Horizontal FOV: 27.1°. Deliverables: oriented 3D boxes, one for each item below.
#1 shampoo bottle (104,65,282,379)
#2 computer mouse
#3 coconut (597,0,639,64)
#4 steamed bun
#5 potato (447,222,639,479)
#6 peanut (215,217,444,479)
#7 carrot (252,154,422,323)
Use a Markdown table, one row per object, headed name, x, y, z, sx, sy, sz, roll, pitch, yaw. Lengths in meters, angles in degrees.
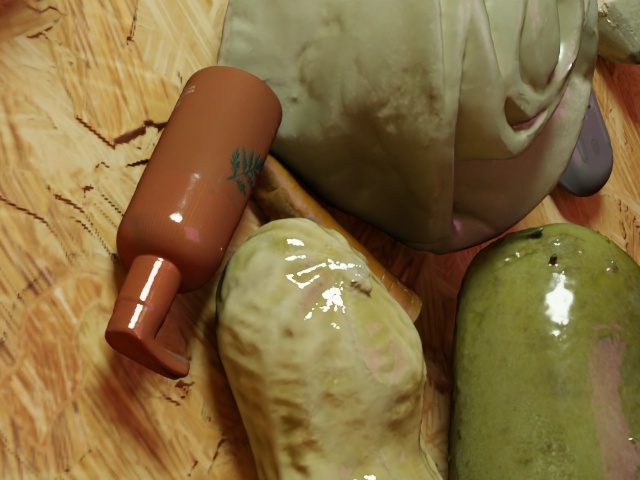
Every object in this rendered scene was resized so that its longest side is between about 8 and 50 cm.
| name | x | y | z | sx | sy | sz | roll | pitch | yaw |
| --- | --- | --- | --- | --- | --- | --- | --- | --- | --- |
| shampoo bottle | -0.097 | -0.019 | 0.966 | 0.085 | 0.085 | 0.244 | 43 | 47 | -31 |
| computer mouse | 0.259 | -0.159 | 1.468 | 0.120 | 0.057 | 0.232 | -32 | 104 | -51 |
| coconut | 0.386 | -0.281 | 1.601 | 0.147 | 0.147 | 0.153 | 35 | 49 | -37 |
| steamed bun | 0.105 | -0.181 | 1.137 | 0.367 | 0.255 | 0.343 | 24 | 61 | -42 |
| potato | 0.228 | 0.166 | 1.162 | 0.269 | 0.219 | 0.359 | 13 | 70 | -49 |
| peanut | 0.020 | 0.140 | 0.988 | 0.140 | 0.153 | 0.325 | -7 | 73 | -65 |
| carrot | 0.000 | 0.000 | 1.103 | 0.210 | 0.061 | 0.061 | 47 | 44 | -21 |
